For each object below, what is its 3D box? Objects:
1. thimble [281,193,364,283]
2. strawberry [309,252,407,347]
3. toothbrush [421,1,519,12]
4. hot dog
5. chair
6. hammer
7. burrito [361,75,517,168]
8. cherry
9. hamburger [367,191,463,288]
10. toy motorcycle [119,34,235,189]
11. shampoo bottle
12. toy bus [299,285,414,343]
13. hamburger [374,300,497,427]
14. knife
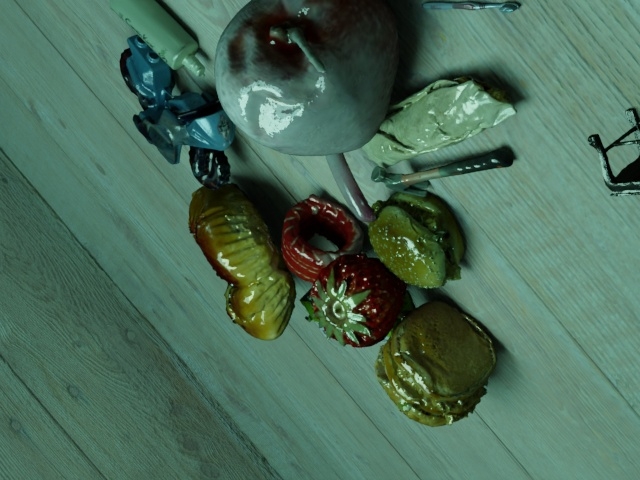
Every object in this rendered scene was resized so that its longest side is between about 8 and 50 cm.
[{"bbox_3d":[0.002,0.006,2.044,0.189,0.163,0.125,42,153,19],"label":"thimble"},{"bbox_3d":[0.100,0.114,1.955,0.205,0.244,0.205,14,116,32],"label":"strawberry"},{"bbox_3d":[0.229,-0.365,1.432,0.193,0.019,0.013,18,139,47],"label":"toothbrush"},{"bbox_3d":[-0.180,0.058,2.195,0.367,0.196,0.365,61,174,-19],"label":"hot dog"},{"bbox_3d":[0.494,-0.077,1.313,0.106,0.113,0.229,-1,120,57],"label":"chair"},{"bbox_3d":[0.226,-0.126,1.665,0.111,0.033,0.288,21,161,-35],"label":"hammer"},{"bbox_3d":[0.188,-0.210,1.613,0.117,0.076,0.392,55,152,-11],"label":"burrito"},{"bbox_3d":[-0.022,-0.281,1.561,0.291,0.326,0.334,47,151,28],"label":"cherry"},{"bbox_3d":[0.178,0.002,1.834,0.215,0.122,0.189,29,146,38],"label":"hamburger"},{"bbox_3d":[-0.325,-0.317,2.146,0.416,0.172,0.232,54,146,11],"label":"toy motorcycle"},{"bbox_3d":[-0.358,-0.468,2.067,0.262,0.085,0.085,45,151,7],"label":"shampoo bottle"},{"bbox_3d":[0.092,0.171,2.176,0.302,0.113,0.139,6,133,51],"label":"toy bus"},{"bbox_3d":[0.253,0.276,1.961,0.261,0.245,0.211,9,142,-16],"label":"hamburger"},{"bbox_3d":[0.036,-0.159,1.821,0.277,0.053,0.123,71,158,8],"label":"knife"}]
